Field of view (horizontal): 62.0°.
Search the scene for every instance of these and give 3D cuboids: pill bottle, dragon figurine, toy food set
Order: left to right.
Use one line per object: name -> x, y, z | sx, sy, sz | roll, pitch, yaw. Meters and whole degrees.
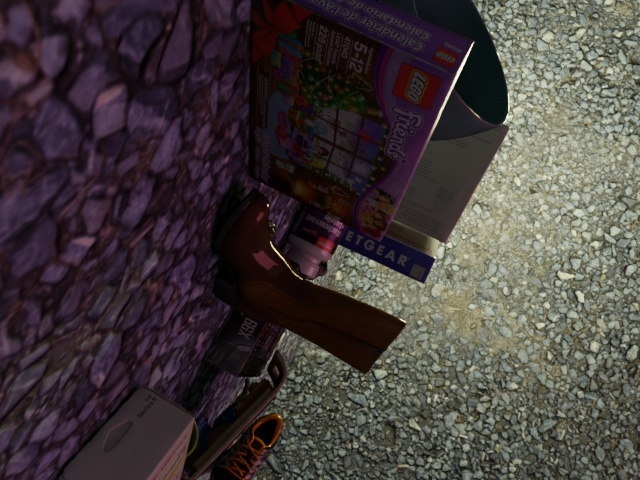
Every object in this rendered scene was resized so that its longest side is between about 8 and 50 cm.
dragon figurine -> -0.248, 0.445, 1.219 | 0.085, 0.144, 0.289 | 96, 3, -66
toy food set -> -0.192, 0.348, 1.043 | 0.306, 0.092, 0.219 | -43, 170, -24
pill bottle -> -0.005, -0.021, 1.164 | 0.193, 0.108, 0.108 | -63, 173, -1

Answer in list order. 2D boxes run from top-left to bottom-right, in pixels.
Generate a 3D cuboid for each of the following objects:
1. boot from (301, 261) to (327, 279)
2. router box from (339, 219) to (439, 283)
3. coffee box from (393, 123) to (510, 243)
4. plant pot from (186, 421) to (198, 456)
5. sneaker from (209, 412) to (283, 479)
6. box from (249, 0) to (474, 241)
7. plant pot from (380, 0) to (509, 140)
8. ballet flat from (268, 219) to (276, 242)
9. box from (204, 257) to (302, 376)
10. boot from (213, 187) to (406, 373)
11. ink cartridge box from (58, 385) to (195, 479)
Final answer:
boot -> 0.001, 0.001, 1.392 | 0.236, 0.085, 0.178 | -32, 146, -78
router box -> 0.180, -0.015, 1.585 | 0.082, 0.335, 0.301 | -68, 171, 16
coffee box -> 0.285, -0.237, 1.509 | 0.338, 0.338, 0.334 | -66, 172, 17
plant pot -> -0.251, 0.331, 0.870 | 0.079, 0.083, 0.083 | -54, 180, 42
sneaker -> -0.146, 0.427, 1.060 | 0.215, 0.084, 0.083 | -53, 177, -42
box -> 0.020, -0.131, 0.595 | 0.057, 0.201, 0.293 | -59, 171, -29
plant pot -> 0.157, -0.287, 0.898 | 0.195, 0.290, 0.290 | -21, -157, 39
ballet flat -> -0.113, 0.040, 0.879 | 0.049, 0.057, 0.173 | -35, 147, -52
box -> -0.123, 0.168, 1.142 | 0.242, 0.077, 0.307 | -61, 172, -11
boot -> -0.015, 0.073, 0.756 | 0.096, 0.280, 0.264 | -56, 170, -45
ink cartridge box -> -0.257, 0.321, 0.707 | 0.154, 0.093, 0.212 | -53, 166, -51
